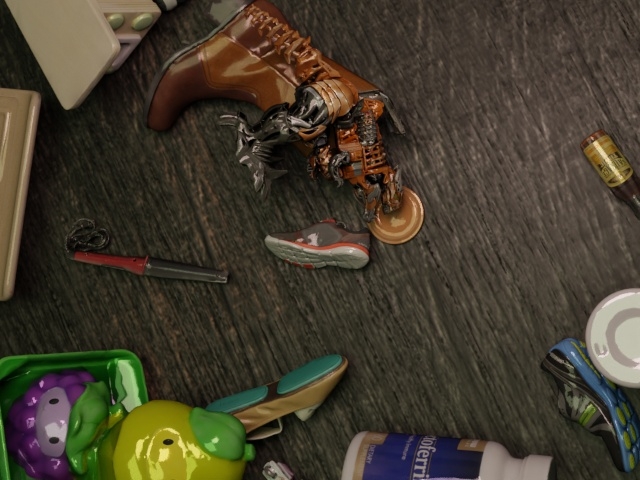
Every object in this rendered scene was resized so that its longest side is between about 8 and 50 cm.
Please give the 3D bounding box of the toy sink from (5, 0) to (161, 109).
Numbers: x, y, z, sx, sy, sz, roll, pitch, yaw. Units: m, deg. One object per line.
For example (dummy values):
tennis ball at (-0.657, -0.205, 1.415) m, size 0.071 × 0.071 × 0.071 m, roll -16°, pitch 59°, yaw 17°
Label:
toy sink at (-0.339, -0.328, 1.801) m, size 0.153 × 0.131 × 0.234 m, roll -44°, pitch 70°, yaw 38°

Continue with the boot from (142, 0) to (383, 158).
boot at (-0.090, -0.194, 1.777) m, size 0.280 × 0.096 × 0.264 m, roll 41°, pitch 97°, yaw 4°

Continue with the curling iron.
curling iron at (-0.263, 0.024, 1.821) m, size 0.274 × 0.035 × 0.068 m, roll 15°, pitch 91°, yaw 18°

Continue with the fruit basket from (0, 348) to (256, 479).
fruit basket at (-0.288, 0.323, 1.668) m, size 0.392 × 0.283 × 0.392 m, roll -1°, pitch 89°, yaw 46°

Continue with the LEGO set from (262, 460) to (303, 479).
LEGO set at (-0.106, 0.453, 1.726) m, size 0.287 × 0.107 × 0.132 m, roll -48°, pitch 40°, yaw 13°

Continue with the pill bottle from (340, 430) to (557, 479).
pill bottle at (0.169, 0.334, 1.600) m, size 0.265 × 0.153 × 0.153 m, roll 2°, pitch 86°, yaw 17°

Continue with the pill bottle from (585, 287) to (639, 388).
pill bottle at (0.395, 0.121, 1.515) m, size 0.119 × 0.208 × 0.119 m, roll -2°, pitch 85°, yaw 17°

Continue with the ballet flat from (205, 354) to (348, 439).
ballet flat at (-0.054, 0.230, 1.731) m, size 0.232 × 0.080 × 0.073 m, roll -22°, pitch 107°, yaw 17°

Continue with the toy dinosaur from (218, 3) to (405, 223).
toy dinosaur at (-0.013, -0.164, 1.674) m, size 0.218 × 0.164 × 0.322 m, roll -30°, pitch 80°, yaw 3°

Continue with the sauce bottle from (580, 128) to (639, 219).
sauce bottle at (0.394, -0.087, 1.619) m, size 0.042 × 0.042 × 0.128 m, roll -38°, pitch 76°, yaw 11°

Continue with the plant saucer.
plant saucer at (0.104, -0.036, 1.721) m, size 0.083 × 0.013 × 0.083 m, roll -2°, pitch 85°, yaw 17°

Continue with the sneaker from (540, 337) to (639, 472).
sneaker at (0.356, 0.219, 1.605) m, size 0.078 × 0.067 × 0.188 m, roll -39°, pitch 77°, yaw 33°

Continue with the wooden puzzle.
wooden puzzle at (-0.586, -0.083, 1.914) m, size 0.348 × 0.080 × 0.322 m, roll 7°, pitch 88°, yaw 22°

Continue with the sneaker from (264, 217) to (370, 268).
sneaker at (0.000, 0.000, 1.739) m, size 0.158 × 0.061 × 0.065 m, roll 7°, pitch 61°, yaw 17°

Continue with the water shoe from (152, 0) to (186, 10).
water shoe at (-0.254, -0.435, 1.847) m, size 0.080 × 0.073 × 0.203 m, roll -29°, pitch 77°, yaw -13°
